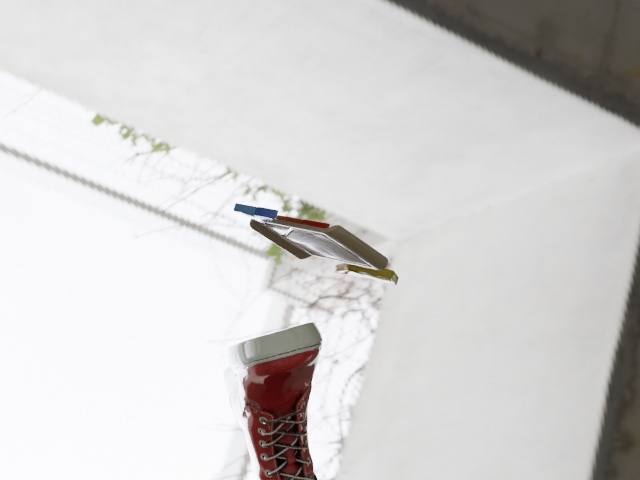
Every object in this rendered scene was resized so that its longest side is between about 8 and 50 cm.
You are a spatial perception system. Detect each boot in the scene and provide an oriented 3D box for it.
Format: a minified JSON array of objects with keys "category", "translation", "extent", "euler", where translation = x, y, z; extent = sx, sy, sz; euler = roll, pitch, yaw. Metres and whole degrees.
[{"category":"boot","translation":[-0.030,0.180,1.224],"extent":[0.088,0.244,0.176],"euler":[-11,-106,-12]}]

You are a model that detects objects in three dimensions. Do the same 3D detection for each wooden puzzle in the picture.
[{"category":"wooden puzzle","translation":[0.000,0.000,0.855],"extent":[0.116,0.079,0.014],"euler":[37,-115,-55]}]
